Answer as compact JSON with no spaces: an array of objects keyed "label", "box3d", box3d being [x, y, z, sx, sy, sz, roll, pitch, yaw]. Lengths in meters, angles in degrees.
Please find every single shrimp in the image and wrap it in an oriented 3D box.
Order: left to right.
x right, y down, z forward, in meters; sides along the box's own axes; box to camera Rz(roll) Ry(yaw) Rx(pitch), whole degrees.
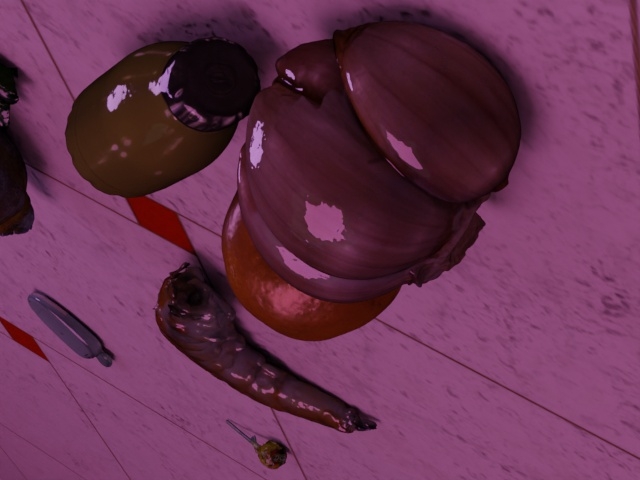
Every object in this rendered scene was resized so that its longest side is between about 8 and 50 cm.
[{"label":"shrimp","box3d":[-0.087,0.135,1.859,0.287,0.068,0.185,43,161,-17]}]

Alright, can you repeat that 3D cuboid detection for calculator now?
[{"label":"calculator","box3d":[-0.354,0.128,2.357,0.153,0.021,0.095,44,160,-6]}]

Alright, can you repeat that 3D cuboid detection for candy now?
[{"label":"candy","box3d":[-0.088,0.264,2.196,0.123,0.035,0.035,30,149,46]}]

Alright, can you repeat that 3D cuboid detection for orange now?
[{"label":"orange","box3d":[0.000,0.000,1.330,0.159,0.159,0.136,28,-160,28]}]

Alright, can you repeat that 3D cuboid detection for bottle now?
[{"label":"bottle","box3d":[-0.125,-0.105,1.357,0.112,0.112,0.260,44,159,-13]}]

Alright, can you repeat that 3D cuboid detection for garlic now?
[{"label":"garlic","box3d":[0.030,-0.048,1.150,0.191,0.160,0.214,33,162,1]}]

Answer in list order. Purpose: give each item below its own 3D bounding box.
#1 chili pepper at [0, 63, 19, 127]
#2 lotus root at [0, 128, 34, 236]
[{"label":"chili pepper","box3d":[-0.394,-0.188,1.710,0.224,0.061,0.098,35,152,16]},{"label":"lotus root","box3d":[-0.408,-0.088,1.814,0.322,0.140,0.158,27,-152,-49]}]
